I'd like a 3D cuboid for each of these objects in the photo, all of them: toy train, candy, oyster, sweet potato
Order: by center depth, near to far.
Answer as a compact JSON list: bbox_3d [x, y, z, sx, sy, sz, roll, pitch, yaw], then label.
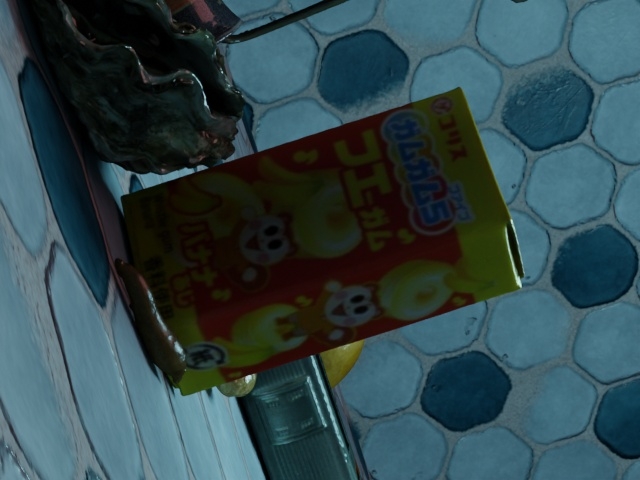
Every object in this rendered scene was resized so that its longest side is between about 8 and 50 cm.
[{"bbox_3d":[-0.116,0.059,1.315,0.026,0.026,0.115,-105,175,-55],"label":"sweet potato"},{"bbox_3d":[-0.140,-0.122,1.373,0.198,0.112,0.268,46,-7,40],"label":"oyster"},{"bbox_3d":[0.000,0.000,1.404,0.088,0.276,0.146,71,4,-51],"label":"candy"},{"bbox_3d":[0.000,0.249,1.863,0.089,0.086,0.409,-98,170,-74],"label":"toy train"}]

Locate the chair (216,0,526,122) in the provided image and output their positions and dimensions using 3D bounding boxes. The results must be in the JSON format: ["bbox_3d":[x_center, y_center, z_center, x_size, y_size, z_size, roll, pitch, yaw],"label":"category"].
[{"bbox_3d":[-0.057,-0.420,1.950,0.410,0.364,0.362,52,-18,46],"label":"chair"}]

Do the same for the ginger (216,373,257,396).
[{"bbox_3d":[-0.073,0.053,1.671,0.205,0.081,0.115,-103,-174,-69],"label":"ginger"}]

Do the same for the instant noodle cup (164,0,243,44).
[{"bbox_3d":[-0.149,-0.210,1.572,0.136,0.127,0.127,61,5,-14],"label":"instant noodle cup"}]

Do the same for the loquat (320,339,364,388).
[{"bbox_3d":[-0.023,0.099,1.952,0.141,0.141,0.141,-18,90,-88],"label":"loquat"}]
